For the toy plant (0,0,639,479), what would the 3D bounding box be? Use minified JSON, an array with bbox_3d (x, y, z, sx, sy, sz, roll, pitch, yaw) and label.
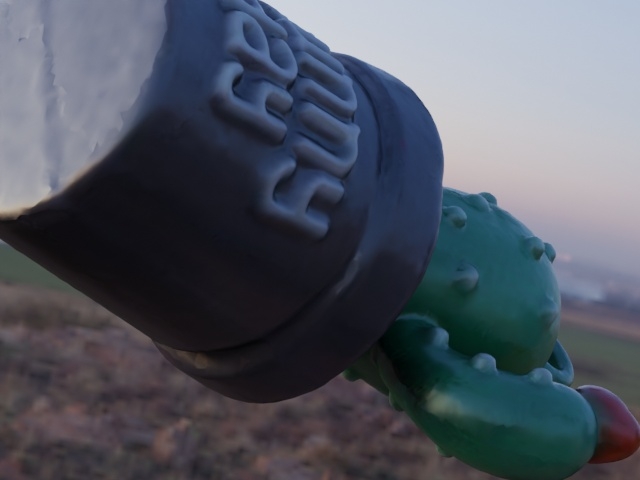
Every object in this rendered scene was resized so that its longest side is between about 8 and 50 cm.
[{"bbox_3d":[0.008,0.006,0.873,0.400,0.185,0.279,31,0,-44],"label":"toy plant"}]
